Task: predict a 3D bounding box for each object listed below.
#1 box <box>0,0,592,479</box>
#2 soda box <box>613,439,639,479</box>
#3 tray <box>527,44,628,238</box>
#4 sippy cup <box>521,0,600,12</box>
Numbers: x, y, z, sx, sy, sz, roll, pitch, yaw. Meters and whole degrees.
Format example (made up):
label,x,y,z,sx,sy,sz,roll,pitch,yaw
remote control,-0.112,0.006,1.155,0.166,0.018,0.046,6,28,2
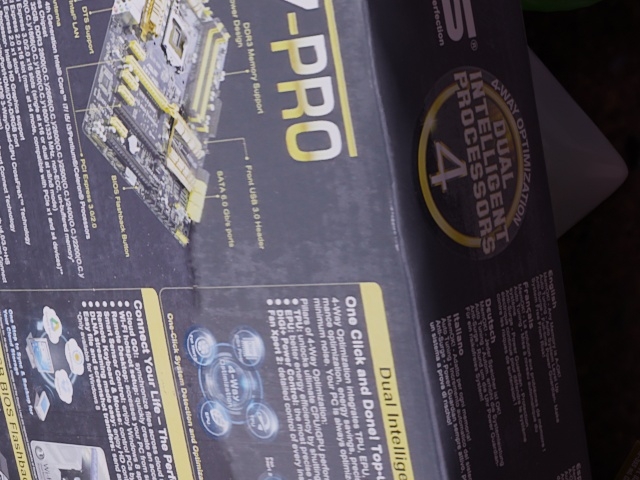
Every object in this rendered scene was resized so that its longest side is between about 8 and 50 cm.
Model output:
label,x,y,z,sx,sy,sz,roll,pitch,yaw
box,-0.055,0.044,0.624,0.318,0.097,0.395,-2,102,44
soda box,0.121,0.177,0.646,0.061,0.058,0.181,32,98,32
tray,0.000,0.000,0.751,0.270,0.030,0.145,-41,70,13
sippy cup,0.009,-0.233,0.645,0.305,0.224,0.240,3,65,1
